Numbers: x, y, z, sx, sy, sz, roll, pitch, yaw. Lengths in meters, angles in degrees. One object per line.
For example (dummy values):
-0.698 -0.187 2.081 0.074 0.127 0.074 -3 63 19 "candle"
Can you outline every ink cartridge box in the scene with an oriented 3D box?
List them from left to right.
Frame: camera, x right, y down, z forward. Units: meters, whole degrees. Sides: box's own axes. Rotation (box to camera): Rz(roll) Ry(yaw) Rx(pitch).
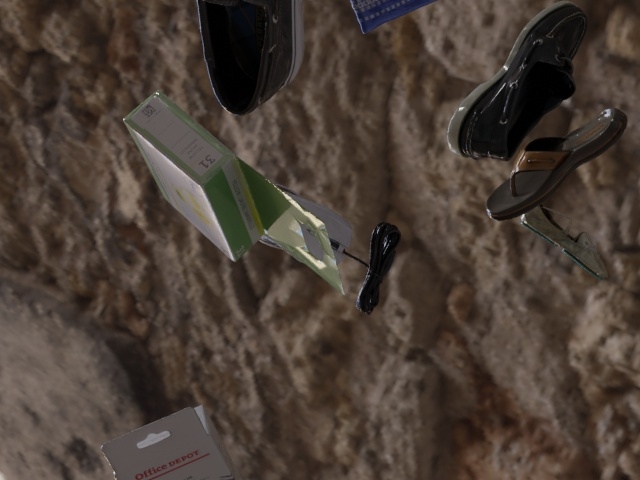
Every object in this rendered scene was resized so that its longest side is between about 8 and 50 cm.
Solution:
-0.140 0.239 1.297 0.104 0.060 0.180 -23 -63 0 "ink cartridge box"
-0.085 -0.032 1.299 0.056 0.235 0.171 -43 -25 -13 "ink cartridge box"

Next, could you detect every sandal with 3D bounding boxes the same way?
0.301 -0.109 1.689 0.219 0.090 0.060 -37 -67 18 "sandal"

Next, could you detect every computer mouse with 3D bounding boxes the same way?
0.000 0.000 1.433 0.193 0.042 0.106 26 -92 -20 "computer mouse"

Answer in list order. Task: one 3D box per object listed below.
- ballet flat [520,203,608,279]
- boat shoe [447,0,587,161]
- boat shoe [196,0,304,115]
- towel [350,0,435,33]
0.390 -0.005 2.016 0.052 0.168 0.057 -56 -15 12 "ballet flat"
0.338 -0.244 1.999 0.340 0.113 0.127 -44 -43 -27 "boat shoe"
-0.059 -0.181 0.884 0.076 0.080 0.228 -57 -21 -36 "boat shoe"
0.103 -0.413 1.352 0.243 0.040 0.336 -24 -62 -6 "towel"
